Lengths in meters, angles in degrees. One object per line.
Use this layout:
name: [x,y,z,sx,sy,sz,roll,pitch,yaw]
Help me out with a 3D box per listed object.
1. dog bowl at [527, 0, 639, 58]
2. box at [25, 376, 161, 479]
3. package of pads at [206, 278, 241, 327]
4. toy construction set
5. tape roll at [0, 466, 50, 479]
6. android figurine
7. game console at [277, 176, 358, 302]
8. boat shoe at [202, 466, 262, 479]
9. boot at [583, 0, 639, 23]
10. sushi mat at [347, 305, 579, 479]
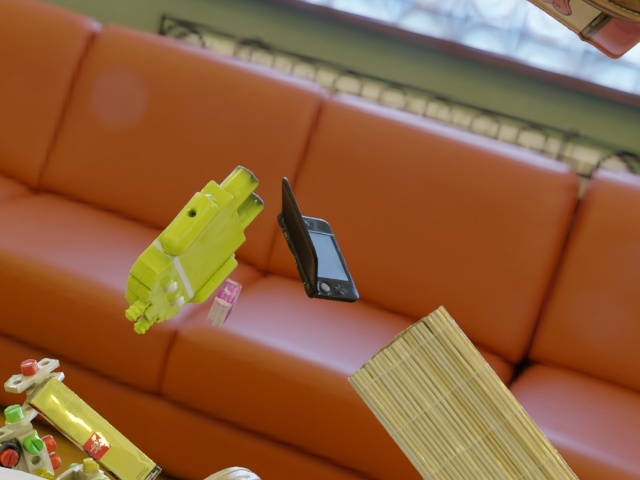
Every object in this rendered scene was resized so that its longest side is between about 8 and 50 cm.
dog bowl: [0.400,-0.357,1.400,0.150,0.408,0.408,49,23,1]
box: [-0.365,0.313,2.105,0.232,0.058,0.087,44,-17,-12]
package of pads: [-0.158,0.104,2.136,0.032,0.083,0.050,28,56,1]
toy construction set: [-0.468,0.372,2.260,0.215,0.327,0.151,-27,11,-32]
tape roll: [-0.419,0.363,1.607,0.286,0.100,0.286,12,4,-1]
android figurine: [-0.185,0.020,1.896,0.056,0.273,0.248,36,-17,16]
game console: [0.000,0.000,1.483,0.107,0.071,0.122,10,45,-37]
boat shoe: [-0.138,0.402,1.650,0.110,0.121,0.341,-6,21,29]
boot: [0.213,-0.280,0.991,0.115,0.112,0.305,-3,-38,47]
sushi mat: [0.182,0.243,1.580,0.316,0.151,0.019,52,14,12]
